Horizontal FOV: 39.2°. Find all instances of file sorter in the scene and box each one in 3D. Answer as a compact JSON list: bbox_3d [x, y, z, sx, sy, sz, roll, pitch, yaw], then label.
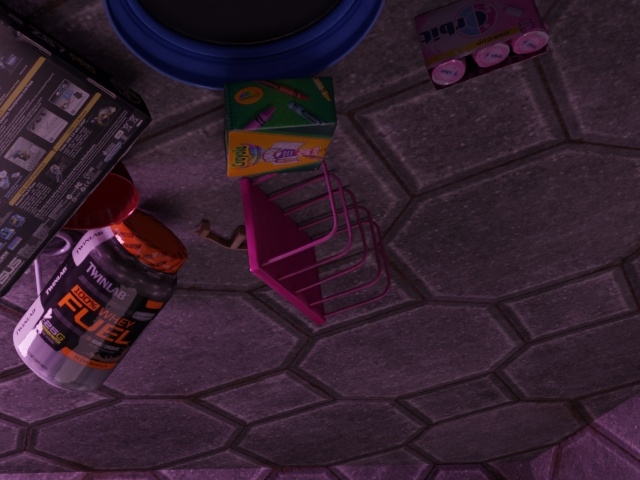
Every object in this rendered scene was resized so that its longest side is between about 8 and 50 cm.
[{"bbox_3d":[0.000,0.000,1.756,0.182,0.202,0.290,-21,147,17],"label":"file sorter"}]

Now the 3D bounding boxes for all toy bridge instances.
[{"bbox_3d":[-0.174,-0.005,1.876,0.188,0.026,0.063,9,147,-26],"label":"toy bridge"}]

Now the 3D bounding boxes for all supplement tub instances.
[{"bbox_3d":[-0.421,0.111,1.743,0.207,0.207,0.338,26,107,-44],"label":"supplement tub"}]

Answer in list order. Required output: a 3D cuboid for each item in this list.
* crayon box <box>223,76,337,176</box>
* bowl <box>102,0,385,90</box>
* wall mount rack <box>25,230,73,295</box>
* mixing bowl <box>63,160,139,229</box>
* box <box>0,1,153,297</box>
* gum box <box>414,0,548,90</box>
[{"bbox_3d":[-0.073,-0.180,1.464,0.165,0.081,0.278,-5,171,-7],"label":"crayon box"},{"bbox_3d":[-0.103,-0.362,1.242,0.391,0.077,0.391,-6,149,-4],"label":"bowl"},{"bbox_3d":[-0.670,0.076,1.788,0.349,0.131,0.304,-1,152,-10],"label":"wall mount rack"},{"bbox_3d":[-0.412,-0.107,1.568,0.181,0.098,0.181,-10,150,-6],"label":"mixing bowl"},{"bbox_3d":[-0.497,-0.130,1.341,0.395,0.097,0.318,-48,133,12],"label":"box"},{"bbox_3d":[0.248,-0.316,1.376,0.188,0.107,0.062,-18,148,15],"label":"gum box"}]
